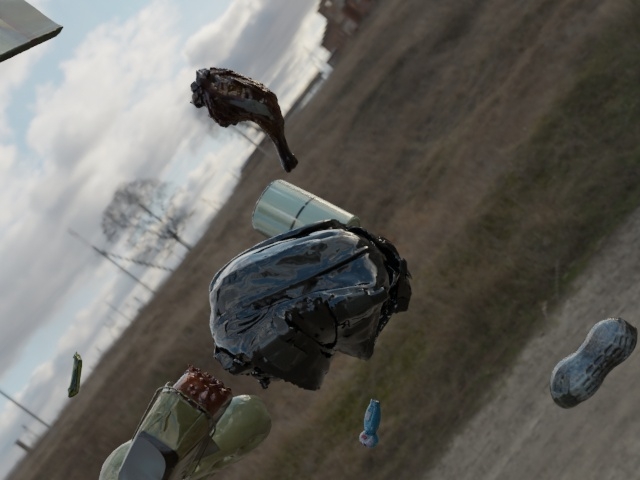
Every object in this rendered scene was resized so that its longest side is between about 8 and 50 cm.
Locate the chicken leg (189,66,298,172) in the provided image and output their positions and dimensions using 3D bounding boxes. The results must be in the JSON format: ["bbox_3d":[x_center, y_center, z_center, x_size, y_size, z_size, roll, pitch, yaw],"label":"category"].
[{"bbox_3d":[-0.170,-0.322,2.103,0.158,0.407,0.096,-51,41,2],"label":"chicken leg"}]

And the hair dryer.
[{"bbox_3d":[0.000,0.000,1.796,0.128,0.203,0.362,-60,-21,-7],"label":"hair dryer"}]

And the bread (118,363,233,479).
[{"bbox_3d":[-0.240,0.331,1.396,0.212,0.142,0.224,-46,-11,-52],"label":"bread"}]

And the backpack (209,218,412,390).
[{"bbox_3d":[-0.026,0.104,1.304,0.363,0.255,0.445,-27,-6,2],"label":"backpack"}]

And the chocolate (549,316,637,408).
[{"bbox_3d":[0.609,0.272,1.818,0.248,0.110,0.110,-48,6,-4],"label":"chocolate"}]

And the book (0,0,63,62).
[{"bbox_3d":[-0.505,-0.301,1.087,0.026,0.201,0.289,-53,5,32],"label":"book"}]

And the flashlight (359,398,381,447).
[{"bbox_3d":[0.131,0.465,2.059,0.051,0.051,0.129,-100,19,-81],"label":"flashlight"}]

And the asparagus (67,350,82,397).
[{"bbox_3d":[-0.555,0.302,1.832,0.025,0.021,0.108,70,-162,-63],"label":"asparagus"}]

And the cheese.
[{"bbox_3d":[-0.285,0.455,1.791,0.328,0.129,0.351,-40,-24,29],"label":"cheese"}]
